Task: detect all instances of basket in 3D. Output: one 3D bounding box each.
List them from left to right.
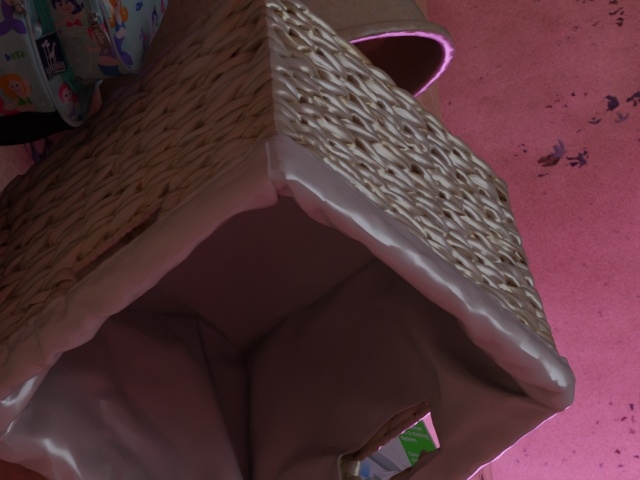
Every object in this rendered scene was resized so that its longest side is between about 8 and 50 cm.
[{"bbox_3d":[-0.047,0.039,1.391,0.331,0.328,0.266,36,28,-33],"label":"basket"}]

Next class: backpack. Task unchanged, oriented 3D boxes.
[{"bbox_3d":[-0.230,-0.219,1.371,0.225,0.191,0.253,-80,148,-60],"label":"backpack"}]

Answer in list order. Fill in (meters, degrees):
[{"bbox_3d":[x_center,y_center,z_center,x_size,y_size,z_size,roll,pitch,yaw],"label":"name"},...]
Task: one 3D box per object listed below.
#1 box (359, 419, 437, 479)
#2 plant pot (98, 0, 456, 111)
[{"bbox_3d":[0.001,0.235,1.689,0.262,0.127,0.231,16,39,-46],"label":"box"},{"bbox_3d":[-0.091,-0.242,1.642,0.305,0.334,0.334,68,11,11],"label":"plant pot"}]
